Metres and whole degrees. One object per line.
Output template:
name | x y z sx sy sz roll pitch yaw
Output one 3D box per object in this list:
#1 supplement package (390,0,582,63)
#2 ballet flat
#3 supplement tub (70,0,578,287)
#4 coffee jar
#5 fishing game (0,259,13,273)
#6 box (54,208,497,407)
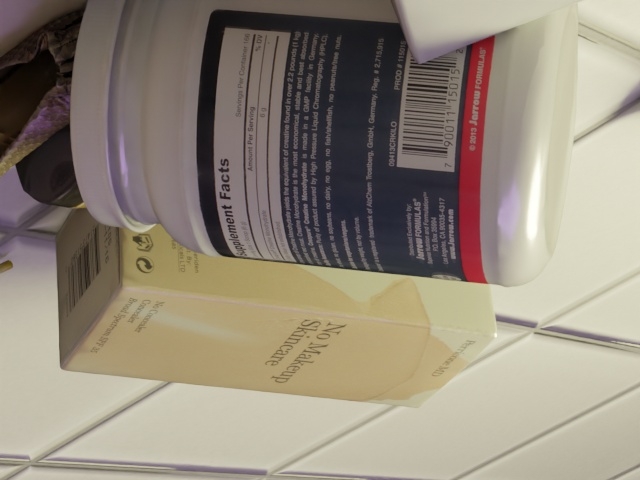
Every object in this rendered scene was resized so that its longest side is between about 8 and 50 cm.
supplement package | 0.081 -0.246 0.932 0.175 0.177 0.293 -21 159 2
ballet flat | -0.222 -0.065 1.235 0.250 0.084 0.058 -33 169 19
supplement tub | 0.008 -0.078 1.145 0.272 0.191 0.191 6 162 12
coffee jar | -0.116 -0.066 1.333 0.184 0.079 0.096 2 150 -41
fishing game | -0.337 0.021 1.413 0.189 0.041 0.264 -26 166 21
box | -0.035 0.035 1.491 0.311 0.121 0.148 8 148 -23
